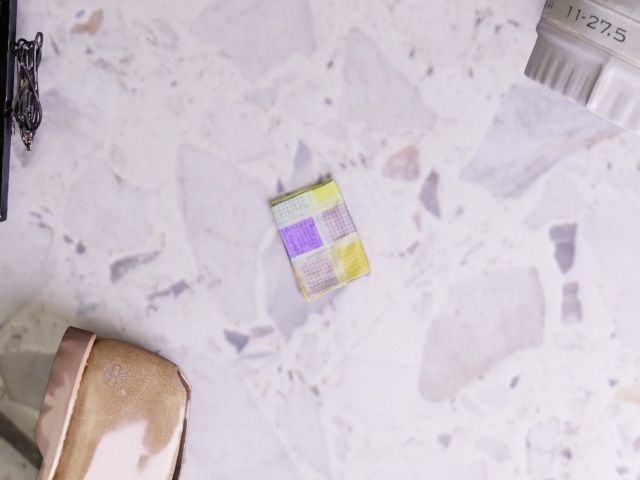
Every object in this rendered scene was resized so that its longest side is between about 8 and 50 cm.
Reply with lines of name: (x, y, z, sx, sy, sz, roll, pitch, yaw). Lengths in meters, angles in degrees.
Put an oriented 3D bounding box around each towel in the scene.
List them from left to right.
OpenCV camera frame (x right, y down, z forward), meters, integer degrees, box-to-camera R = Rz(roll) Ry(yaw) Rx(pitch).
towel: (0.000, 0.000, 1.503, 0.060, 0.009, 0.083, -20, 90, 12)

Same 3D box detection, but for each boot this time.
boot: (-0.180, 0.229, 1.507, 0.115, 0.112, 0.305, 14, 94, -2)

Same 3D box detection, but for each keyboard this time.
keyboard: (-0.257, -0.106, 1.539, 0.100, 0.038, 0.192, 7, 96, 33)

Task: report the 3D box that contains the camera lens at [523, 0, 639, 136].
camera lens: (0.290, -0.192, 1.332, 0.219, 0.219, 0.274, 28, 98, 7)
